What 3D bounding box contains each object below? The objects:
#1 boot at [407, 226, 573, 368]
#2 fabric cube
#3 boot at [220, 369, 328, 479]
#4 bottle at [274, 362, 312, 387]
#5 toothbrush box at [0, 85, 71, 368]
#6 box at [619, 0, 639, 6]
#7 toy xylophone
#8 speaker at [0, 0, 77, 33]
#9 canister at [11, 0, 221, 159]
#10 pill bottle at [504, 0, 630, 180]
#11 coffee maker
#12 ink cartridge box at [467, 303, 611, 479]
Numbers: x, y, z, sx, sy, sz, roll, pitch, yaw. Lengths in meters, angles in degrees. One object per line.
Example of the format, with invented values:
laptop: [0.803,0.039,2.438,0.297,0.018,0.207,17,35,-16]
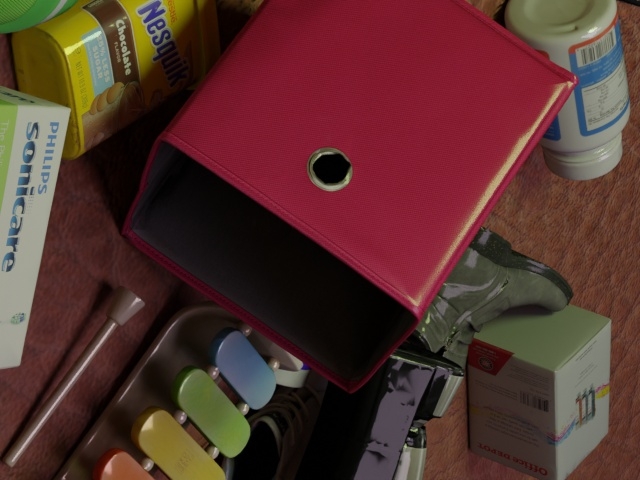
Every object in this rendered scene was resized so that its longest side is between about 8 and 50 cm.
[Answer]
boot: [0.180,0.079,2.256,0.246,0.083,0.161,28,87,-49]
fabric cube: [0.019,-0.068,1.679,0.258,0.254,0.259,-54,180,-22]
boot: [-0.019,0.180,1.982,0.123,0.095,0.258,20,91,-64]
bottle: [0.000,0.000,1.911,0.118,0.092,0.283,6,106,-54]
toothbrush box: [-0.328,-0.012,1.402,0.283,0.122,0.206,-4,109,-54]
box: [0.365,-0.422,2.228,0.184,0.103,0.261,-45,140,-39]
toy xylophone: [-0.157,0.182,1.784,0.322,0.081,0.236,-60,146,-9]
speaker: [-0.292,-0.200,1.353,0.296,0.131,0.131,-12,116,-53]
canister: [-0.165,-0.154,1.614,0.170,0.073,0.126,-37,135,-39]
pill bottle: [0.279,-0.176,2.211,0.124,0.124,0.221,-48,142,-31]
coffee maker: [0.040,0.181,1.903,0.171,0.120,0.178,11,97,-48]
ink cartridge box: [0.260,0.174,2.365,0.127,0.128,0.176,-37,136,-41]
